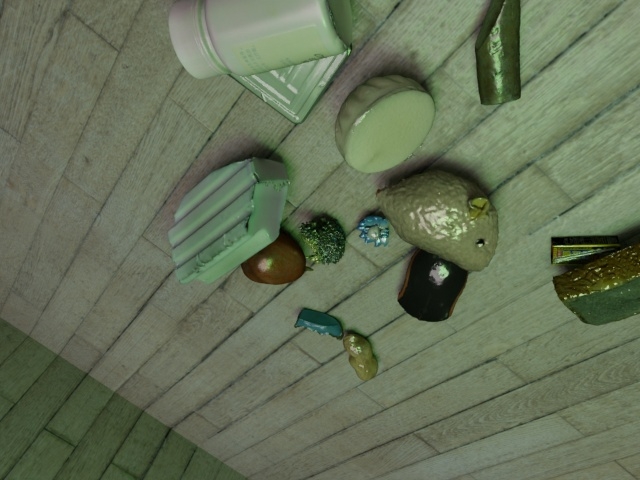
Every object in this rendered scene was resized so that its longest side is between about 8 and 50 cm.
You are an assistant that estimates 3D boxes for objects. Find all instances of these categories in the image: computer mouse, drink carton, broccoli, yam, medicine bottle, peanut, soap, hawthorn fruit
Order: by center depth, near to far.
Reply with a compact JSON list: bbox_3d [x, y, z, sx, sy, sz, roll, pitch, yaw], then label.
[{"bbox_3d":[0.396,-0.430,1.105,0.106,0.106,0.259,-3,124,21],"label":"yam"},{"bbox_3d":[-0.128,-0.490,1.111,0.378,0.213,0.214,-6,124,20],"label":"medicine bottle"},{"bbox_3d":[0.727,0.030,1.372,0.165,0.056,0.071,-2,122,20],"label":"drink carton"},{"bbox_3d":[-0.280,-0.067,1.501,0.446,0.261,0.156,-33,153,35],"label":"soap"},{"bbox_3d":[0.348,0.144,1.551,0.183,0.116,0.323,18,130,11],"label":"computer mouse"},{"bbox_3d":[0.000,0.000,1.564,0.160,0.167,0.155,3,97,50],"label":"broccoli"},{"bbox_3d":[-0.135,0.065,1.623,0.251,0.199,0.199,22,132,-23],"label":"hawthorn fruit"},{"bbox_3d":[0.151,0.432,1.853,0.104,0.086,0.228,-5,122,24],"label":"peanut"}]

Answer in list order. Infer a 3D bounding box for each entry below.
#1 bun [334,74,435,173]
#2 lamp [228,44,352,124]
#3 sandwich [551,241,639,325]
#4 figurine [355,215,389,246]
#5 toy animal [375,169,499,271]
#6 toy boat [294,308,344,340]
[{"bbox_3d":[0.136,-0.311,1.239,0.175,0.263,0.263,57,138,30],"label":"bun"},{"bbox_3d":[-0.091,-0.472,1.274,0.269,0.047,0.266,35,125,-8],"label":"lamp"},{"bbox_3d":[0.818,0.125,1.338,0.301,0.099,0.271,-30,132,33],"label":"sandwich"},{"bbox_3d":[0.156,-0.031,1.503,0.114,0.079,0.114,9,135,9],"label":"figurine"},{"bbox_3d":[0.324,-0.077,1.344,0.358,0.188,0.226,24,119,1],"label":"toy animal"},{"bbox_3d":[-0.002,0.315,1.821,0.185,0.075,0.077,13,126,3],"label":"toy boat"}]
